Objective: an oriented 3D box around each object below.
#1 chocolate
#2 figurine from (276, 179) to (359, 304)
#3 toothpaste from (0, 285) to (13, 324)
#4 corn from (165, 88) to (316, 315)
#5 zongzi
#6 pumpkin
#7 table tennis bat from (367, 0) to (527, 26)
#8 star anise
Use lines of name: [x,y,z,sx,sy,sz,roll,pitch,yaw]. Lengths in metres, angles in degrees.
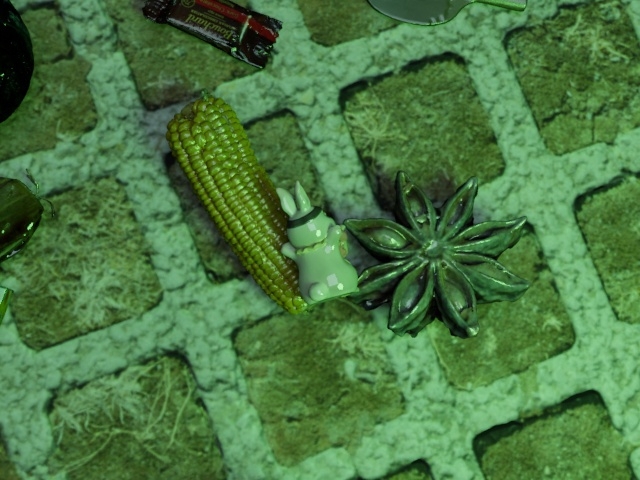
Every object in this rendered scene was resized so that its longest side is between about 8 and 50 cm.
chocolate: [-0.146,-0.297,1.338,0.182,0.028,0.086,21,73,-3]
figurine: [-0.008,0.004,1.215,0.081,0.098,0.146,-18,81,7]
toothpaste: [-0.435,0.138,1.240,0.037,0.043,0.179,19,80,-5]
corn: [-0.093,-0.040,1.268,0.102,0.102,0.313,-30,85,-9]
zongzi: [-0.444,-0.009,1.159,0.247,0.241,0.111,-33,85,-9]
pumpkin: [-0.474,-0.231,1.229,0.233,0.163,0.233,3,71,-10]
table tennis bat: [0.171,-0.353,1.379,0.234,0.022,0.131,12,80,-1]
star anise: [0.143,0.028,1.276,0.235,0.109,0.223,4,67,1]
